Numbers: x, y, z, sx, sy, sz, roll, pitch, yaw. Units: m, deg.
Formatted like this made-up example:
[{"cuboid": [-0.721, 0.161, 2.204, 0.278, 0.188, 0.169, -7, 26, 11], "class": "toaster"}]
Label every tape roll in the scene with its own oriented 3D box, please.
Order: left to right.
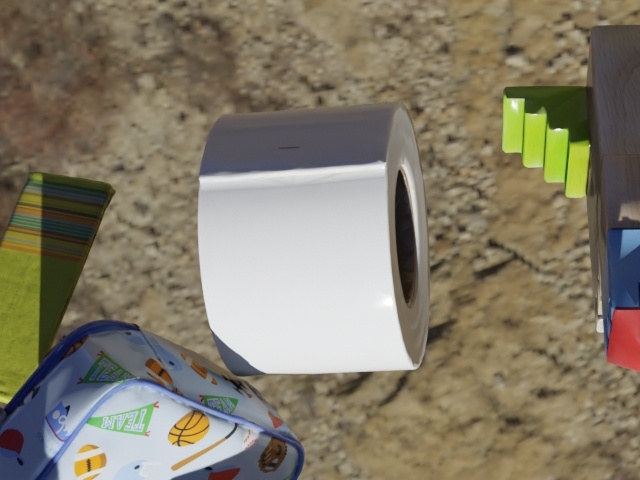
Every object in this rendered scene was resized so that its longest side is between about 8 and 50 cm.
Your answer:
[{"cuboid": [0.000, 0.000, 1.458, 0.169, 0.246, 0.246, -4, 100, 13], "class": "tape roll"}]

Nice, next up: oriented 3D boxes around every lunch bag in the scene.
[{"cuboid": [-0.174, 0.208, 1.411, 0.243, 0.303, 0.115, -50, 48, 8], "class": "lunch bag"}]

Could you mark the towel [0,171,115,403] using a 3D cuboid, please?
[{"cuboid": [-0.284, 0.044, 1.568, 0.102, 0.021, 0.237, 10, 70, 25], "class": "towel"}]

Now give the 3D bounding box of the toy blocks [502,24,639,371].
[{"cuboid": [0.289, 0.012, 0.832, 0.381, 0.261, 0.191, 0, 143, 5], "class": "toy blocks"}]
